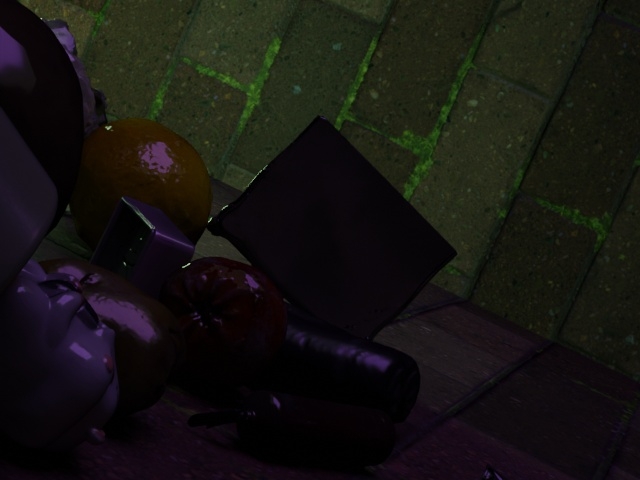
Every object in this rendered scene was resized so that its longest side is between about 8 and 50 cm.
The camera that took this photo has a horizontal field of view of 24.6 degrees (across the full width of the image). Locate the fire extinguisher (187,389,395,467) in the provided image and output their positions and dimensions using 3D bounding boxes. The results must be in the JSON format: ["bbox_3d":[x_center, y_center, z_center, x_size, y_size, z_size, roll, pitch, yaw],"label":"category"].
[{"bbox_3d":[-0.029,0.217,1.688,0.089,0.072,0.267,-16,-21,38],"label":"fire extinguisher"}]

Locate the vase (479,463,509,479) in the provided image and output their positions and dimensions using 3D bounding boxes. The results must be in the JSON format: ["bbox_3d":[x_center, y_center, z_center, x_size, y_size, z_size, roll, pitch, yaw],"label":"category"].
[{"bbox_3d":[0.268,0.338,1.799,0.167,0.059,0.059,26,7,11],"label":"vase"}]

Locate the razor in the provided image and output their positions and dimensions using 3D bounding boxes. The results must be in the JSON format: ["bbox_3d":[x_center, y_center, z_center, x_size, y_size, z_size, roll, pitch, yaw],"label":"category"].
[{"bbox_3d":[-0.033,0.146,1.986,0.349,0.114,0.204,24,3,20],"label":"razor"}]

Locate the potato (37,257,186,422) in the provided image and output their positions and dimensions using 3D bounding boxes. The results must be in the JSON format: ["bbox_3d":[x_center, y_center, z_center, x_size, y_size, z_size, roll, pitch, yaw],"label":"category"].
[{"bbox_3d":[-0.239,0.103,1.520,0.200,0.137,0.154,27,8,9],"label":"potato"}]

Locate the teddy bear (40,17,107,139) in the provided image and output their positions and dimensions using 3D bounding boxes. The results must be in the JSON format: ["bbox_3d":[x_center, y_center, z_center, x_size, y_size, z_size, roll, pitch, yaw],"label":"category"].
[{"bbox_3d":[-0.512,-0.224,2.404,0.375,0.327,0.362,26,-11,-16],"label":"teddy bear"}]

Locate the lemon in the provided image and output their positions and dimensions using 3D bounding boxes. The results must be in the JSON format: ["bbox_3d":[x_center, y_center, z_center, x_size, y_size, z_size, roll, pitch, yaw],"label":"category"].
[{"bbox_3d":[-0.286,-0.074,2.305,0.233,0.233,0.288,19,20,-35],"label":"lemon"}]

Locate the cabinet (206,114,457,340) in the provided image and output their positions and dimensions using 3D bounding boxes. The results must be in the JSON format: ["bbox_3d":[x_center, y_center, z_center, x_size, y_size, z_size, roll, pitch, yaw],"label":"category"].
[{"bbox_3d":[0.000,0.000,2.249,0.290,0.227,0.318,45,-7,-5],"label":"cabinet"}]

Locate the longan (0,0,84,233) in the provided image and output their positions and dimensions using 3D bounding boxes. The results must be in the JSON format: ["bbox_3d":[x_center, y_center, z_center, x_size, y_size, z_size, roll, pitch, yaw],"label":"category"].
[{"bbox_3d":[-0.489,-0.172,1.986,0.404,0.336,0.404,54,-12,16],"label":"longan"}]

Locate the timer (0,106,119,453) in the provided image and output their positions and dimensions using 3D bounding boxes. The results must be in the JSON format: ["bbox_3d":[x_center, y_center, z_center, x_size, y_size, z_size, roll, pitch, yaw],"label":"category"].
[{"bbox_3d":[-0.303,0.064,1.305,0.315,0.291,0.291,47,-2,-21],"label":"timer"}]

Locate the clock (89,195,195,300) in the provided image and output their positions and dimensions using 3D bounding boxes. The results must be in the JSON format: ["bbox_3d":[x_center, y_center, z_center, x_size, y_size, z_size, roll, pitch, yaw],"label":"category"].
[{"bbox_3d":[-0.246,0.037,1.937,0.063,0.150,0.197,24,7,-25],"label":"clock"}]

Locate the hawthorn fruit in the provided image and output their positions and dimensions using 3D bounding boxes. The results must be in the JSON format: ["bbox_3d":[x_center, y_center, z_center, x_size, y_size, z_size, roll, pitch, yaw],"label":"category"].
[{"bbox_3d":[-0.120,0.104,1.819,0.172,0.173,0.173,24,7,-3],"label":"hawthorn fruit"}]
